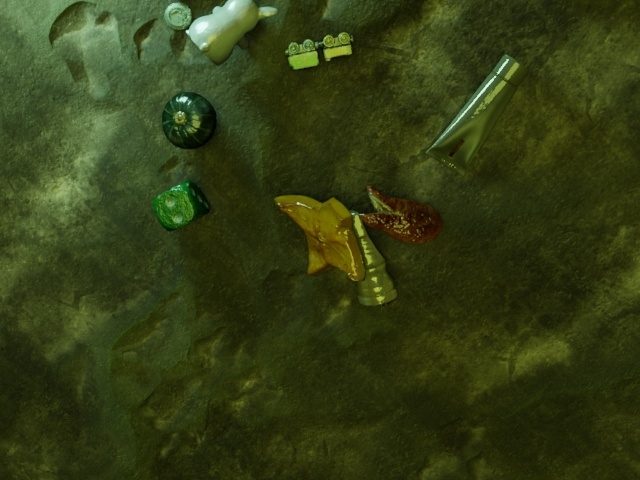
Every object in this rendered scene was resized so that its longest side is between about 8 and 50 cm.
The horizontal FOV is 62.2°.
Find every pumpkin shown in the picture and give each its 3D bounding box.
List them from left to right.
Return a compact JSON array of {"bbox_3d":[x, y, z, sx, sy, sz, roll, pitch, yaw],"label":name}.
[{"bbox_3d":[-0.387,-0.352,1.561,0.167,0.125,0.167,1,103,3],"label":"pumpkin"},{"bbox_3d":[0.008,-0.018,1.586,0.258,0.095,0.290,-4,111,50],"label":"pumpkin"}]

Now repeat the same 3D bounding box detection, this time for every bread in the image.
[{"bbox_3d":[0.245,-0.069,1.569,0.269,0.095,0.139,20,66,-22],"label":"bread"}]

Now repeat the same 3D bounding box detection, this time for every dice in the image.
[{"bbox_3d":[-0.429,-0.106,1.630,0.131,0.128,0.120,-24,100,12],"label":"dice"}]

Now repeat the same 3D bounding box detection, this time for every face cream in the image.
[{"bbox_3d":[0.455,-0.358,1.519,0.137,0.084,0.341,28,113,-13],"label":"face cream"}]

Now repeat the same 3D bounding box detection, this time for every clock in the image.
[{"bbox_3d":[-0.414,-0.651,1.541,0.083,0.010,0.074,2,106,5],"label":"clock"}]

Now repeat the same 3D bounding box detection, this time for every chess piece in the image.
[{"bbox_3d":[0.139,0.046,1.620,0.137,0.137,0.300,-16,104,9],"label":"chess piece"}]

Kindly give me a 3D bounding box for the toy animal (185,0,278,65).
[{"bbox_3d":[-0.236,-0.615,1.484,0.282,0.138,0.140,-44,107,-8],"label":"toy animal"}]

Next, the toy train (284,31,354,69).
[{"bbox_3d":[-0.001,-0.539,1.513,0.202,0.060,0.081,-9,111,7],"label":"toy train"}]
